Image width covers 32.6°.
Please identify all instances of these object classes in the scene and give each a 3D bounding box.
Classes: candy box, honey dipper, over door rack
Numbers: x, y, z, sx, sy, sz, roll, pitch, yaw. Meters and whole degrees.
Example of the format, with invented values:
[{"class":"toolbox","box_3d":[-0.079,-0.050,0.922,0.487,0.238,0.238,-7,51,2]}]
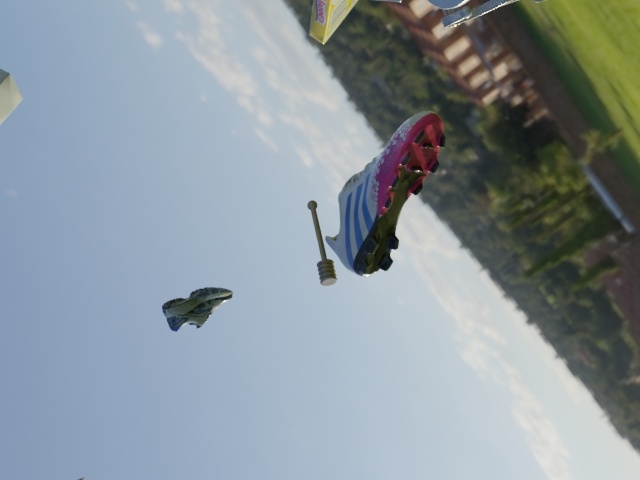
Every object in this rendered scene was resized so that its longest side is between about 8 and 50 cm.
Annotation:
[{"class":"candy box","box_3d":[0.031,-0.293,1.135,0.027,0.105,0.206,32,163,6]},{"class":"honey dipper","box_3d":[0.000,0.000,1.841,0.030,0.030,0.161,40,-147,-56]},{"class":"over door rack","box_3d":[0.271,-0.492,1.772,0.324,0.108,0.239,-25,-87,-43]}]

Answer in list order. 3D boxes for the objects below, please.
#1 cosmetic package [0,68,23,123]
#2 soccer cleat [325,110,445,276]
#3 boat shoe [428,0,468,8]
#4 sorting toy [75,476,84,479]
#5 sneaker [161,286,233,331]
[{"class":"cosmetic package","box_3d":[-0.848,-0.240,2.254,0.284,0.377,0.097,25,156,21]},{"class":"soccer cleat","box_3d":[0.097,-0.095,1.903,0.116,0.331,0.143,-4,-144,-45]},{"class":"boat shoe","box_3d":[0.237,-0.457,1.497,0.108,0.301,0.102,32,-155,21]},{"class":"sorting toy","box_3d":[-0.490,0.527,2.213,0.075,0.083,0.045,61,-168,-3]},{"class":"sneaker","box_3d":[-0.209,0.119,1.877,0.052,0.135,0.058,13,116,54]}]
